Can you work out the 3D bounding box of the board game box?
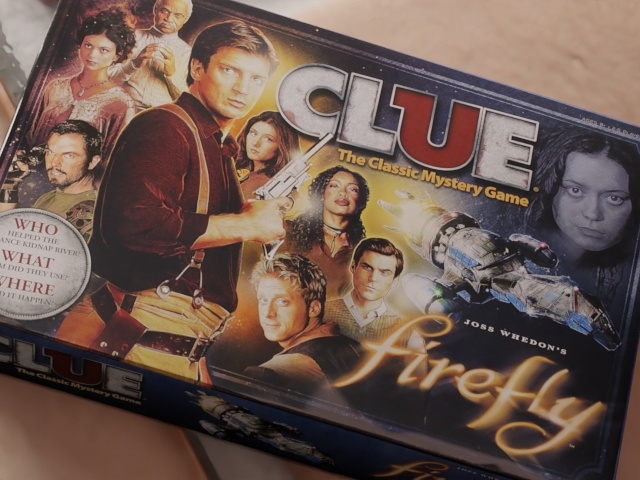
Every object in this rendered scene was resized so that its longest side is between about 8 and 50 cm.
[{"bbox_3d":[0.000,0.000,0.741,0.243,0.042,0.165,16,58,-2],"label":"board game box"}]
